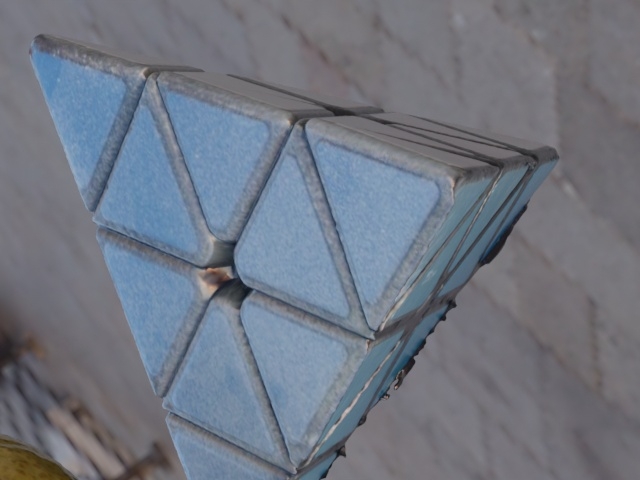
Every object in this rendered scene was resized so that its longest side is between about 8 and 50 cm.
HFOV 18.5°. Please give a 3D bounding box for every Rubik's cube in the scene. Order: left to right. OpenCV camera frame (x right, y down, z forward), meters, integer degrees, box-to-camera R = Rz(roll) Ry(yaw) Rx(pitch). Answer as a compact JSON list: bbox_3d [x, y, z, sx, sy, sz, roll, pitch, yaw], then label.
[{"bbox_3d":[-0.001,0.002,1.018,0.229,0.228,0.233,-97,-20,-43],"label":"Rubik's cube"}]

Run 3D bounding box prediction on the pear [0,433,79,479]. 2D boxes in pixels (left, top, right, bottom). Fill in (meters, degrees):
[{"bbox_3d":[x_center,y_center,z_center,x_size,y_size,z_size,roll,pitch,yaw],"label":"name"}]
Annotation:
[{"bbox_3d":[-0.194,0.193,0.850,0.188,0.211,0.228,23,115,38],"label":"pear"}]
